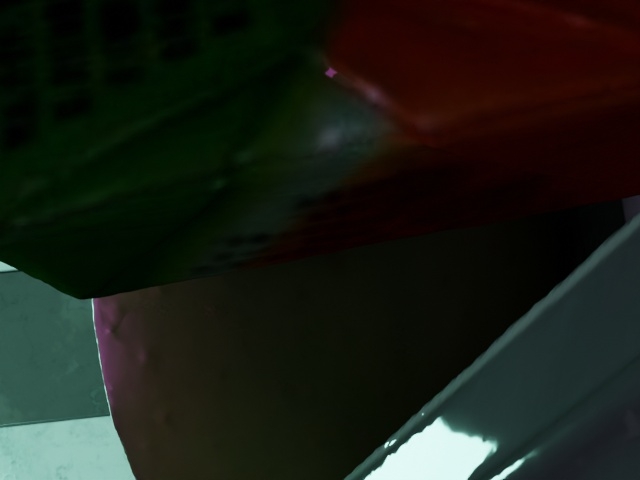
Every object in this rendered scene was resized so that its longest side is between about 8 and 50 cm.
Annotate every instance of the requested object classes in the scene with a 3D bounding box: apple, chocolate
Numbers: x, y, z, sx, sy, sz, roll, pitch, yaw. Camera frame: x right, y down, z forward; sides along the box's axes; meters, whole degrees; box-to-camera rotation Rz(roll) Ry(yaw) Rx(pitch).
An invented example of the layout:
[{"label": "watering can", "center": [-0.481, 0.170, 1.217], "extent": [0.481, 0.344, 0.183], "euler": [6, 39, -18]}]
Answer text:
[{"label": "apple", "center": [0.000, 0.000, 1.074], "extent": [0.320, 0.311, 0.360], "euler": [143, 129, -70]}, {"label": "chocolate", "center": [-0.007, -0.157, 0.872], "extent": [0.161, 0.341, 0.360], "euler": [75, -176, -64]}]

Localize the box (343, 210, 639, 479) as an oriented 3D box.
[{"label": "box", "center": [0.106, 0.205, 0.533], "extent": [0.396, 0.111, 0.396], "euler": [128, 143, -53]}]
